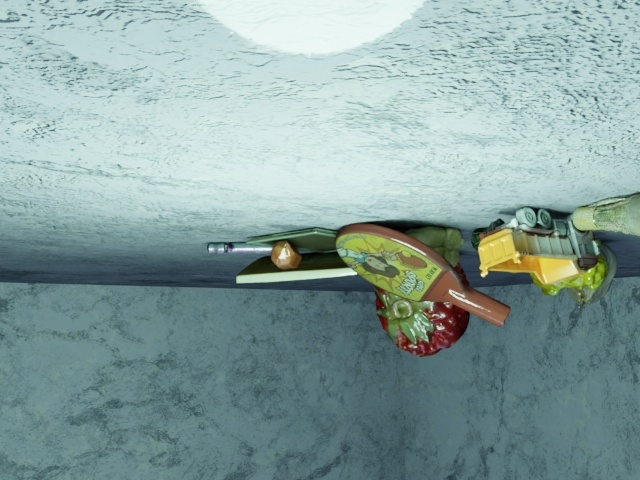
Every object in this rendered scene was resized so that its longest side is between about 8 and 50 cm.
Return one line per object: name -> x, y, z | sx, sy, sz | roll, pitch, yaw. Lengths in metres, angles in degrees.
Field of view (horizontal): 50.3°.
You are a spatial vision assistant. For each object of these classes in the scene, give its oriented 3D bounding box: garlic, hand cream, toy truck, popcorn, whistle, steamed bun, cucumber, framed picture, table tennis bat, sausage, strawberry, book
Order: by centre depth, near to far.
hand cream -> 0.541, -0.044, 1.236 | 0.084, 0.084, 0.203 | 2, 179, -21
toy truck -> 0.438, 0.015, 1.356 | 0.271, 0.135, 0.114 | 3, 160, -34
table tennis bat -> 0.222, 0.078, 1.516 | 0.415, 0.051, 0.268 | 26, 155, 4
cucumber -> 0.435, -0.009, 1.539 | 0.187, 0.058, 0.058 | -7, 171, 33
steamed bun -> 0.234, 0.028, 1.595 | 0.178, 0.106, 0.192 | -7, 169, 30
sausage -> -0.083, 0.037, 1.644 | 0.065, 0.065, 0.169 | -2, 174, 6
framed picture -> 0.000, 0.000, 1.686 | 0.232, 0.019, 0.296 | -8, 170, 40
popcorn -> 0.624, 0.060, 1.730 | 0.198, 0.155, 0.197 | -7, 164, -2
whistle -> -0.202, 0.020, 1.749 | 0.177, 0.033, 0.033 | -1, 173, -6
book -> -0.004, 0.061, 1.822 | 0.389, 0.032, 0.269 | -5, -171, 14
garlic -> 0.757, 0.086, 1.905 | 0.143, 0.178, 0.229 | -16, 157, 0
strawberry -> 0.324, 0.163, 2.060 | 0.295, 0.317, 0.345 | -42, 169, 29
